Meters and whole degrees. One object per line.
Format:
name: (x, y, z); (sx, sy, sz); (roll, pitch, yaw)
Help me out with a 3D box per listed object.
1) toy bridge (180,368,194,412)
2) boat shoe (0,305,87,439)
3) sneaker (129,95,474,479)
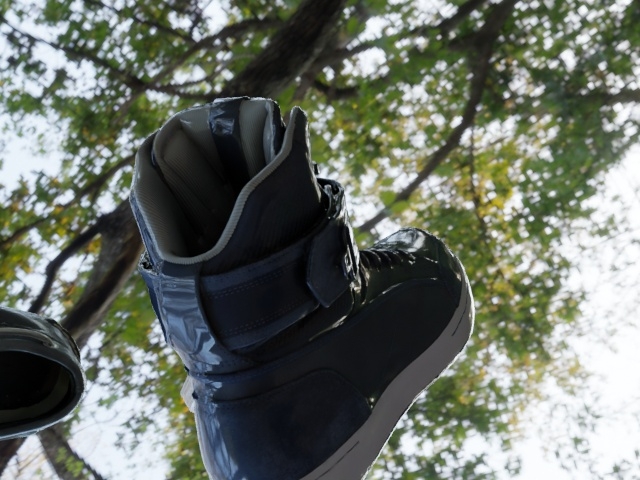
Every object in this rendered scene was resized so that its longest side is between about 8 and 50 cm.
toy bridge: (-0.101, 0.144, 0.931); (0.063, 0.188, 0.026); (-34, -106, -2)
boat shoe: (-0.306, 0.081, 0.611); (0.320, 0.099, 0.116); (8, -87, -32)
sneaker: (0.001, 0.000, 0.441); (0.226, 0.086, 0.163); (-47, -56, -56)
